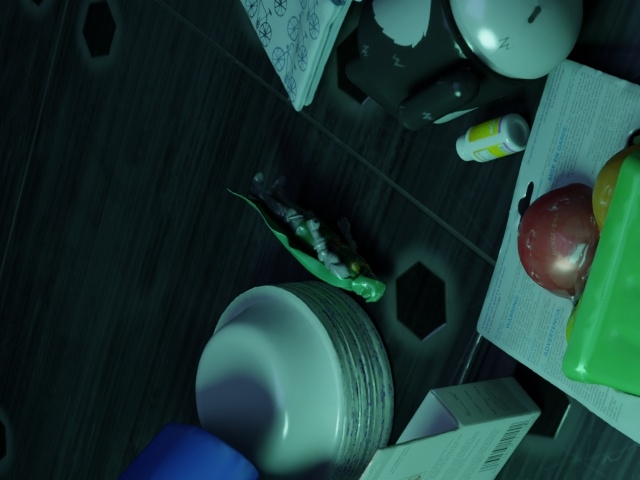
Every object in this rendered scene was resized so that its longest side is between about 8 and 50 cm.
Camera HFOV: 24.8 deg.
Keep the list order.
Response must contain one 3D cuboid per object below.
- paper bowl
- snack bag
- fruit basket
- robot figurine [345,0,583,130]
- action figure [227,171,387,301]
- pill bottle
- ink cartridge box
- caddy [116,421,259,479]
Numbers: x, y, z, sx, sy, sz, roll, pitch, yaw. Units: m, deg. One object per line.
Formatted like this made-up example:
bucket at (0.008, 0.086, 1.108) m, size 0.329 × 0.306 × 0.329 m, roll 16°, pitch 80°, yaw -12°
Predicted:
paper bowl at (-0.051, 0.196, 1.866) m, size 0.284 × 0.148 × 0.284 m, roll 4°, pitch 96°, yaw 50°
snack bag at (-0.025, -0.389, 1.797) m, size 0.323 × 0.037 × 0.342 m, roll 66°, pitch 146°, yaw 35°
fruit basket at (0.302, 0.008, 1.469) m, size 0.353 × 0.165 × 0.327 m, roll -141°, pitch 61°, yaw -62°
robot figurine at (0.150, -0.230, 1.576) m, size 0.278 × 0.174 × 0.209 m, roll -22°, pitch 78°, yaw 48°
action figure at (0.000, 0.000, 1.829) m, size 0.232 × 0.137 × 0.063 m, roll 43°, pitch 111°, yaw 28°
pill bottle at (0.192, -0.113, 1.637) m, size 0.083 × 0.043 × 0.043 m, roll -15°, pitch 82°, yaw 48°
ink cartridge box at (0.081, 0.289, 1.634) m, size 0.066 × 0.261 × 0.296 m, roll 51°, pitch 128°, yaw 32°
caddy at (-0.143, 0.358, 1.767) m, size 0.241 × 0.179 × 0.341 m, roll 41°, pitch 163°, yaw -12°
